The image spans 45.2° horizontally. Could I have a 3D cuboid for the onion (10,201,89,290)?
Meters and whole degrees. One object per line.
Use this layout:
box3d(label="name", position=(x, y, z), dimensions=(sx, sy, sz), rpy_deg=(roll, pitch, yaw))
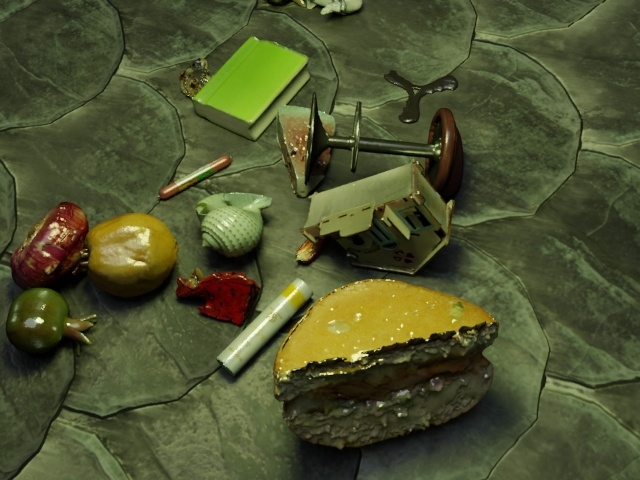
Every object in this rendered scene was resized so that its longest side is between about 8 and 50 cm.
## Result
box3d(label="onion", position=(-0.620, 0.028, 1.810), dimensions=(0.230, 0.163, 0.230), rpy_deg=(-34, 29, 22))

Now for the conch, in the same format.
box3d(label="conch", position=(-0.204, -0.032, 1.829), dimensions=(0.200, 0.131, 0.172), rpy_deg=(-16, 24, -38))

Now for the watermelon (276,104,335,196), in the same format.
box3d(label="watermelon", position=(-0.039, -0.224, 1.973), dimensions=(0.154, 0.094, 0.241), rpy_deg=(2, 59, -5))

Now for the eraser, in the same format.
box3d(label="eraser", position=(-0.186, -0.421, 2.100), dimensions=(0.210, 0.092, 0.274), rpy_deg=(26, 64, 20))

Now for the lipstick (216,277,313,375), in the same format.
box3d(label="lipstick", position=(-0.123, 0.192, 1.717), dimensions=(0.059, 0.059, 0.264), rpy_deg=(36, 67, 24))

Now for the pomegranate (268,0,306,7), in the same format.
box3d(label="pomegranate", position=(-0.105, -0.755, 2.305), dimensions=(0.161, 0.122, 0.122), rpy_deg=(31, 57, -20))

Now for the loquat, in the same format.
box3d(label="loquat", position=(-0.445, 0.031, 1.776), dimensions=(0.234, 0.176, 0.187), rpy_deg=(-12, 65, -8))

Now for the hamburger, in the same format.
box3d(label="hamburger", position=(0.116, 0.228, 1.555), dimensions=(0.445, 0.268, 0.287), rpy_deg=(-13, 34, -6))

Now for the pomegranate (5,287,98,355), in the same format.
box3d(label="pomegranate", position=(-0.604, 0.187, 1.731), dimensions=(0.191, 0.131, 0.152), rpy_deg=(10, 50, -15))

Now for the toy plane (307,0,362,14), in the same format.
box3d(label="toy plane", position=(0.040, -0.711, 2.272), dimensions=(0.174, 0.080, 0.174), rpy_deg=(2, 39, -1))

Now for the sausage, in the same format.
box3d(label="sausage", position=(-0.323, -0.163, 1.979), dimensions=(0.223, 0.029, 0.029), rpy_deg=(-30, 60, -14))

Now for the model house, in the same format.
box3d(label="model house", position=(0.150, -0.021, 1.752), dimensions=(0.326, 0.244, 0.169), rpy_deg=(-16, 48, 36))

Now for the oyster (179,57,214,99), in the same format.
box3d(label="oyster", position=(-0.344, -0.444, 2.150), dimensions=(0.103, 0.051, 0.148), rpy_deg=(-28, 69, -4))

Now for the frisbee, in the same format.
box3d(label="frisbee", position=(0.247, -0.414, 2.102), dimensions=(0.187, 0.012, 0.211), rpy_deg=(35, 67, 24))

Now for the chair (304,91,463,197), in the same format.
box3d(label="chair", position=(0.167, -0.222, 1.826), dimensions=(0.401, 0.226, 0.226), rpy_deg=(5, 57, -4))

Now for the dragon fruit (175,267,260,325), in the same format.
box3d(label="dragon fruit", position=(-0.241, 0.120, 1.783), dimensions=(0.192, 0.122, 0.092), rpy_deg=(3, 18, 11))

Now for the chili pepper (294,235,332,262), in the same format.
box3d(label="chili pepper", position=(0.000, 0.000, 1.848), dimensions=(0.045, 0.027, 0.178), rpy_deg=(39, 68, 20))
